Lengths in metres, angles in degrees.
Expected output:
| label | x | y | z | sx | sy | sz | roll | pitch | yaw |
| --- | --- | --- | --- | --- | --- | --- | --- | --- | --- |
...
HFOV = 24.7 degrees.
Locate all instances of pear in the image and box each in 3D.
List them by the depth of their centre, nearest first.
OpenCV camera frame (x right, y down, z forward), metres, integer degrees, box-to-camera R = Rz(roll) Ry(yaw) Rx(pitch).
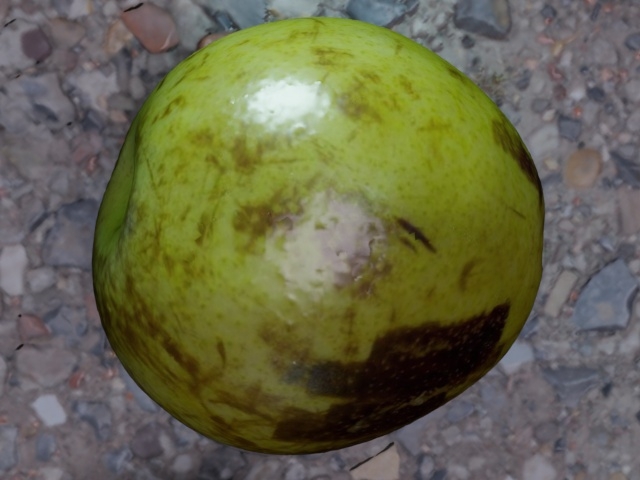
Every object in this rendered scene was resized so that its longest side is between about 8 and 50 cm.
| label | x | y | z | sx | sy | sz | roll | pitch | yaw |
| --- | --- | --- | --- | --- | --- | --- | --- | --- | --- |
| pear | 0.000 | 0.000 | 0.895 | 0.283 | 0.283 | 0.284 | -2 | 103 | -7 |
